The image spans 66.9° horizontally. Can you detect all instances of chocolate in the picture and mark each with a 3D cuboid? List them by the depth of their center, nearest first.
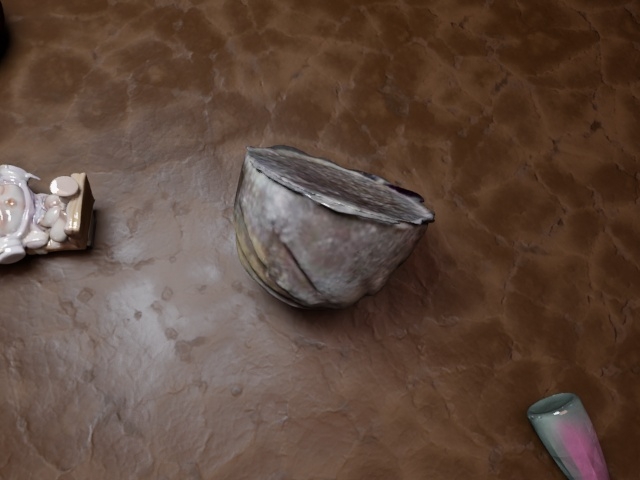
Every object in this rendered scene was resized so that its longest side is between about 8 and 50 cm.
[{"bbox_3d":[0.000,0.000,0.738,0.303,0.303,0.213,20,109,0],"label":"chocolate"}]

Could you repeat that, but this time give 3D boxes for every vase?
[{"bbox_3d":[0.416,0.358,0.763,0.086,0.086,0.214,-22,80,-14],"label":"vase"}]

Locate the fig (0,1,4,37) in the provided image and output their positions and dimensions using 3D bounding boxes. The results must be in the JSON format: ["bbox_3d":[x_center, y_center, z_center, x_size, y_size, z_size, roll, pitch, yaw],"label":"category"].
[{"bbox_3d":[-0.667,-0.392,0.804,0.234,0.235,0.214,7,34,-5],"label":"fig"}]

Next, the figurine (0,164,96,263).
[{"bbox_3d":[-0.475,-0.041,0.745,0.236,0.141,0.163,2,67,-6],"label":"figurine"}]
